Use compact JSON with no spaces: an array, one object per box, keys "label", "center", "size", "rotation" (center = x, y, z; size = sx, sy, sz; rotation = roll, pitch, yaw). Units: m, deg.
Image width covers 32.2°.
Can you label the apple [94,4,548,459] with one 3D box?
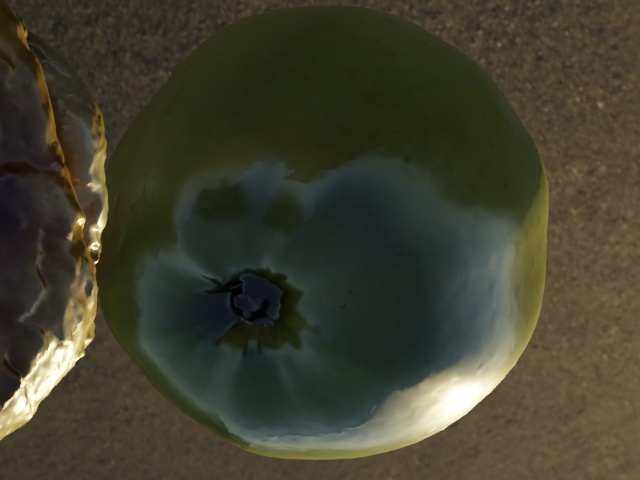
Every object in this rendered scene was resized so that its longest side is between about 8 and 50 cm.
[{"label":"apple","center":[0.000,0.000,0.853],"size":[0.357,0.357,0.357],"rotation":[-15,142,-13]}]

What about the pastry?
[{"label":"pastry","center":[-0.186,-0.014,0.442],"size":[0.229,0.100,0.218],"rotation":[2,90,-35]}]
